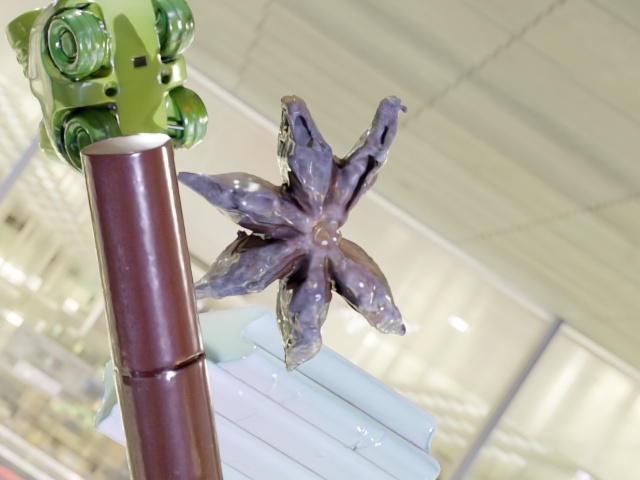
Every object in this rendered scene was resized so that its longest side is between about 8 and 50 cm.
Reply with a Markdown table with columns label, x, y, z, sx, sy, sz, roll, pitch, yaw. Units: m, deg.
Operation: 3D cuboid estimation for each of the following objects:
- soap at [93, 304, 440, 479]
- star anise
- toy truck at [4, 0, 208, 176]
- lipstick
| label | x | y | z | sx | sy | sz | roll | pitch | yaw |
| --- | --- | --- | --- | --- | --- | --- | --- | --- | --- |
| soap | -0.047 | 0.171 | 1.647 | 0.289 | 0.173 | 0.095 | 34 | -149 | -23 |
| star anise | -0.016 | -0.001 | 1.265 | 0.172 | 0.208 | 0.063 | -4 | -165 | -12 |
| toy truck | -0.213 | -0.143 | 1.648 | 0.210 | 0.148 | 0.187 | -13 | 95 | 49 |
| lipstick | -0.088 | 0.116 | 1.025 | 0.057 | 0.356 | 0.057 | -6 | -165 | 2 |
